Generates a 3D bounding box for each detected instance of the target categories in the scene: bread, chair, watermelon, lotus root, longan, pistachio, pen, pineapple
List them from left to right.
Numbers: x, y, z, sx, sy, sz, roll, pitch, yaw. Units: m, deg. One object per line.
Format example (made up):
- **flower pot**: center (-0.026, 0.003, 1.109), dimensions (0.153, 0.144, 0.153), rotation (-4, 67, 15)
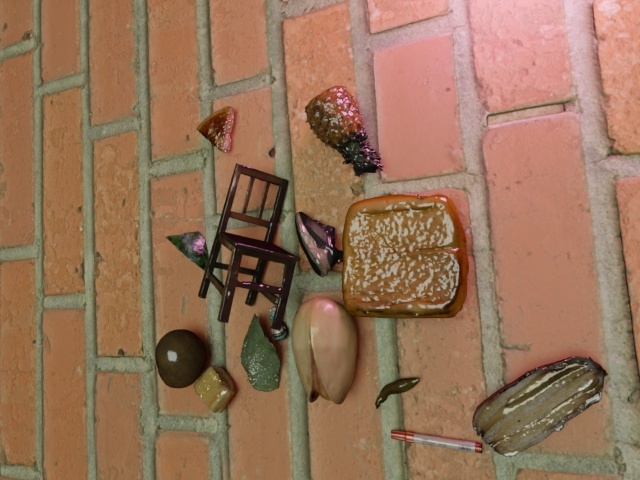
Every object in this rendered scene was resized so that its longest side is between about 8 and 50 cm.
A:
- **longan**: center (-0.448, 0.378, 1.551), dimensions (0.167, 0.167, 0.188), rotation (13, 92, 24)
- **watermelon**: center (-0.427, 0.031, 1.629), dimensions (0.101, 0.080, 0.155), rotation (-36, 66, -19)
- **bread**: center (-0.354, -0.368, 1.615), dimensions (0.135, 0.054, 0.155), rotation (7, 84, 23)
- **bread**: center (-0.327, 0.472, 1.535), dimensions (0.106, 0.082, 0.125), rotation (-46, 60, 4)
- **chair**: center (-0.184, 0.011, 1.392), dimensions (0.240, 0.202, 0.417), rotation (24, 99, 61)
- **pistachio**: center (0.009, 0.302, 1.336), dimensions (0.187, 0.187, 0.300), rotation (-5, 89, 24)
- **pineapple**: center (0.081, -0.295, 1.380), dimensions (0.157, 0.158, 0.279), rotation (-35, 86, 18)
- **bread**: center (0.221, 0.042, 1.283), dimensions (0.336, 0.148, 0.329), rotation (-6, 80, 26)
- **pen**: center (0.302, 0.528, 1.274), dimensions (0.238, 0.028, 0.028), rotation (0, 86, 24)
- **lotus root**: center (0.519, 0.377, 1.166), dimensions (0.329, 0.078, 0.167), rotation (-38, 95, 15)

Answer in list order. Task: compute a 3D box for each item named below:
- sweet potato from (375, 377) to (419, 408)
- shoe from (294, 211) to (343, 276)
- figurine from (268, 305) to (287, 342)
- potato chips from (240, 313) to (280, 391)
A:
- **sweet potato**: center (0.203, 0.407, 1.322), dimensions (0.153, 0.038, 0.041), rotation (-37, 50, 20)
- **shoe**: center (0.000, 0.000, 1.417), dimensions (0.112, 0.099, 0.228), rotation (-19, 56, -8)
- **figurine**: center (-0.136, 0.256, 1.479), dimensions (0.059, 0.047, 0.106), rotation (-17, 78, 14)
- **potato chips**: center (-0.183, 0.348, 1.481), dimensions (0.167, 0.059, 0.229), rotation (-38, 72, 33)
